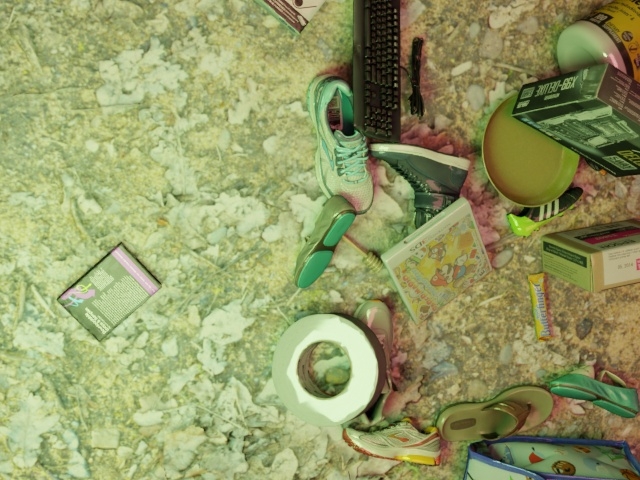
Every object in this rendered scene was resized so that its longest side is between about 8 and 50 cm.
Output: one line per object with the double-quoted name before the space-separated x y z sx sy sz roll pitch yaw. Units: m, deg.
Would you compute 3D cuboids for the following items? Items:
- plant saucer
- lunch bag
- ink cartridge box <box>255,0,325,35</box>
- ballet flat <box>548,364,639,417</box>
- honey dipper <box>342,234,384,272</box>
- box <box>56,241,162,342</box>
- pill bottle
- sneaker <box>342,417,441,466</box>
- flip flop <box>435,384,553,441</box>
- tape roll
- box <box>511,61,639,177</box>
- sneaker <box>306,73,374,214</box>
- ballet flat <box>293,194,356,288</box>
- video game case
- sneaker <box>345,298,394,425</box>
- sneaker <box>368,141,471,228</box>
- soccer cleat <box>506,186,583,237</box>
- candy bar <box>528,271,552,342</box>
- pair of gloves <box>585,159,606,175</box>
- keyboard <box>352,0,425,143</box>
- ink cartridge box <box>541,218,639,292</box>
"plant saucer" 0.433 -0.190 1.572 0.240 0.037 0.241 -1 94 -19
"lunch bag" 0.497 0.618 1.657 0.385 0.239 0.328 5 100 1
"ink cartridge box" -0.092 -0.487 1.395 0.207 0.046 0.097 37 89 -17
"ballet flat" 0.623 0.333 1.718 0.247 0.083 0.087 21 65 -17
"honey dipper" 0.063 0.007 1.534 0.160 0.030 0.030 40 89 -16
"box" -0.401 0.098 1.434 0.162 0.029 0.116 -42 106 -5
"pill bottle" 0.668 -0.421 1.526 0.333 0.188 0.188 -30 106 -8
"sneaker" 0.153 0.424 1.615 0.225 0.088 0.093 12 77 -16
"flip flop" 0.391 0.393 1.660 0.276 0.080 0.112 -7 102 -13
"tape roll" 0.017 0.252 1.486 0.219 0.072 0.219 -1 86 19
"box" 0.573 -0.225 1.473 0.307 0.242 0.077 24 82 -22
"sneaker" 0.042 -0.178 1.446 0.110 0.122 0.283 -19 104 -10
"ballet flat" 0.000 0.000 1.494 0.072 0.068 0.213 4 129 -43
"video game case" 0.243 0.047 1.538 0.206 0.026 0.227 -36 134 -6
"sneaker" 0.115 0.254 1.544 0.099 0.121 0.263 1 100 -15
"sneaker" 0.188 -0.107 1.511 0.226 0.086 0.164 12 95 -20
"soccer cleat" 0.483 -0.075 1.612 0.178 0.060 0.072 -32 93 -6
"candy bar" 0.489 0.149 1.674 0.040 0.018 0.162 -13 102 -11
"pair of gloves" 0.619 -0.192 1.648 0.074 0.010 0.083 35 93 -19
"keyboard" 0.138 -0.341 1.437 0.201 0.033 0.318 6 82 -43
"ink cartridge box" 0.620 0.027 1.593 0.234 0.193 0.088 -10 103 -13
